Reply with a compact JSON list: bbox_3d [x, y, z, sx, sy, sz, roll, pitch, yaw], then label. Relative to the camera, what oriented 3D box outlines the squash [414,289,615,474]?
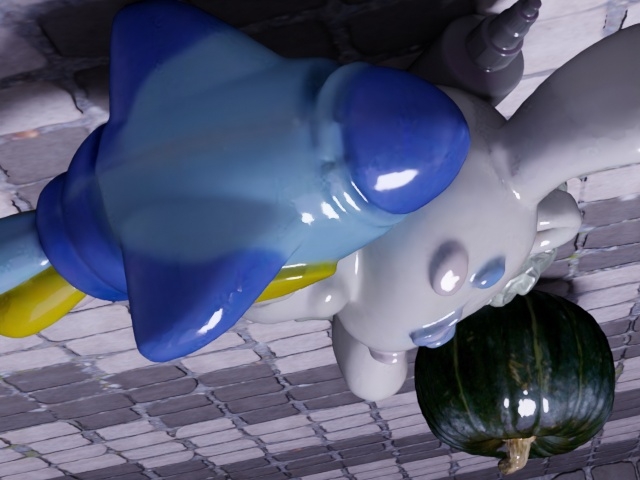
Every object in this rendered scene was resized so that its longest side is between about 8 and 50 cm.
[{"bbox_3d":[0.200,0.142,1.639,0.218,0.172,0.218,-18,147,-12],"label":"squash"}]

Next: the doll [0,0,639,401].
[{"bbox_3d":[-0.006,-0.009,0.907,0.366,0.187,0.376,5,131,-28],"label":"doll"}]

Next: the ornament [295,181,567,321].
[{"bbox_3d":[0.041,-0.003,1.167,0.285,0.120,0.130,-5,164,-14],"label":"ornament"}]

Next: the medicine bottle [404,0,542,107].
[{"bbox_3d":[0.086,-0.100,0.991,0.058,0.057,0.199,-3,160,-24],"label":"medicine bottle"}]
